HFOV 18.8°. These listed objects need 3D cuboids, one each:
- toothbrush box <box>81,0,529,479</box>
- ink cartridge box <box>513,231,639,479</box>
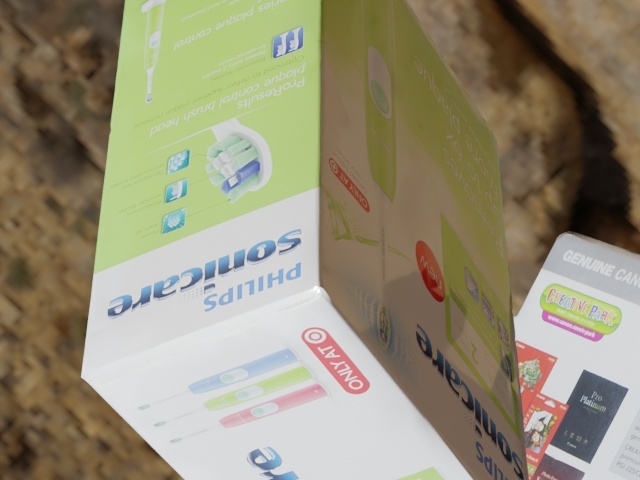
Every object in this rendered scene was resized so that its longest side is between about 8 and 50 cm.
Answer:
[{"bbox_3d":[0.000,0.000,0.933,0.206,0.122,0.283,52,-153,-38],"label":"toothbrush box"},{"bbox_3d":[0.229,0.167,1.230,0.130,0.271,0.309,27,178,-38],"label":"ink cartridge box"}]
